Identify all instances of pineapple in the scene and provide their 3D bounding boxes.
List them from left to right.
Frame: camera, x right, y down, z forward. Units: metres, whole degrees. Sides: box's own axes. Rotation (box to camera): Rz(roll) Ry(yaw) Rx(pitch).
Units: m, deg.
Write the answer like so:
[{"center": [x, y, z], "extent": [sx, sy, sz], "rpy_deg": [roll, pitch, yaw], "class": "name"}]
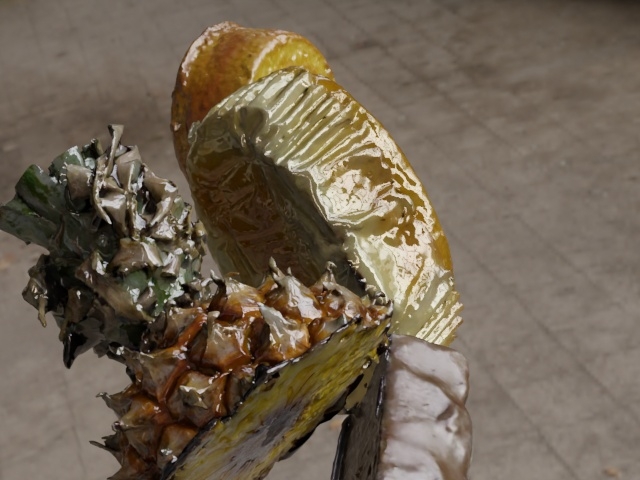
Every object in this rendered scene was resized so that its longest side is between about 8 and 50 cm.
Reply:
[{"center": [-0.117, 0.042, 0.955], "extent": [0.262, 0.262, 0.272], "rpy_deg": [-32, 70, -34], "class": "pineapple"}]

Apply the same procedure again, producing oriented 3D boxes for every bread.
[{"center": [-0.091, -0.178, 1.924], "extent": [0.172, 0.312, 0.312], "rpy_deg": [-2, 27, 31], "class": "bread"}, {"center": [0.011, -0.002, 1.457], "extent": [0.236, 0.389, 0.183], "rpy_deg": [-17, 13, 37], "class": "bread"}]

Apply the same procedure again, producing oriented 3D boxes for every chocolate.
[{"center": [0.062, 0.189, 1.005], "extent": [0.093, 0.148, 0.214], "rpy_deg": [16, 41, -6], "class": "chocolate"}]
